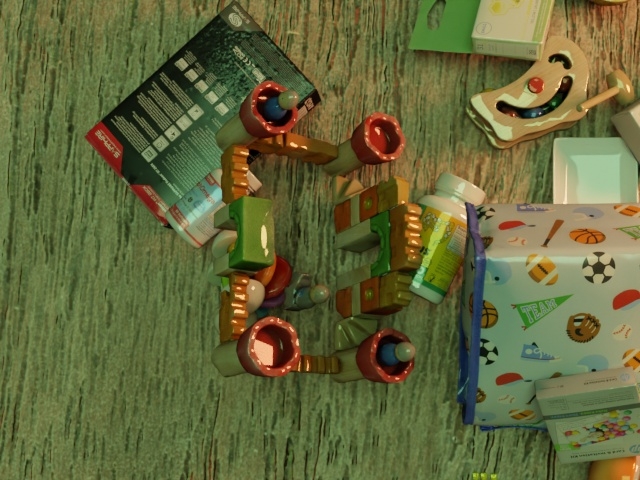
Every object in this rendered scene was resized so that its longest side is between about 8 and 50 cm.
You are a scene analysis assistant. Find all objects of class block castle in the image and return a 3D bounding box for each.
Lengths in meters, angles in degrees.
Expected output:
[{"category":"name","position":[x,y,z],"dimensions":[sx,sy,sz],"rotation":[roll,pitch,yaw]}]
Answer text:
[{"category":"block castle","position":[0.000,0.000,1.348],"dimensions":[0.303,0.213,0.453],"rotation":[10,70,-31]}]

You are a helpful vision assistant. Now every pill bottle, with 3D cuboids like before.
[{"category":"pill bottle","position":[-0.181,-0.067,1.469],"dimensions":[0.160,0.087,0.087],"rotation":[-42,81,0]},{"category":"pill bottle","position":[0.199,-0.005,1.473],"dimensions":[0.118,0.117,0.208],"rotation":[27,88,9]}]

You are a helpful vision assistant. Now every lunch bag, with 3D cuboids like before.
[{"category":"lunch bag","position":[0.385,0.139,1.369],"dimensions":[0.328,0.239,0.385],"rotation":[-1,117,7]}]

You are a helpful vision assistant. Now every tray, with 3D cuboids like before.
[{"category":"tray","position":[0.477,-0.045,1.489],"dimensions":[0.145,0.030,0.270],"rotation":[0,84,7]}]

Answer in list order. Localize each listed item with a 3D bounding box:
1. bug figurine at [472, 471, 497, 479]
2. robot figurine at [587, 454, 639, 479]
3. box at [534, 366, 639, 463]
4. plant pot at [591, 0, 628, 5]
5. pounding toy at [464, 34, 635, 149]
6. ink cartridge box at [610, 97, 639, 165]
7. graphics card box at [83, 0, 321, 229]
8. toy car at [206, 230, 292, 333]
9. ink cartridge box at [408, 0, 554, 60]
[{"category":"bug figurine","position":[0.319,0.532,1.425],"dimensions":[0.216,0.072,0.278],"rotation":[-2,83,6]},{"category":"robot figurine","position":[0.533,0.401,1.388],"dimensions":[0.220,0.128,0.158],"rotation":[18,100,7]},{"category":"box","position":[0.421,0.272,1.315],"dimensions":[0.145,0.186,0.038],"rotation":[-12,42,19]},{"category":"plant pot","position":[0.506,-0.464,1.497],"dimensions":[0.134,0.095,0.134],"rotation":[-1,83,6]},{"category":"pounding toy","position":[0.387,-0.268,1.460],"dimensions":[0.270,0.155,0.154],"rotation":[-18,84,1]},{"category":"ink cartridge box","position":[0.615,-0.206,1.442],"dimensions":[0.191,0.082,0.139],"rotation":[-34,94,-6]},{"category":"graphics card box","position":[-0.211,-0.225,1.556],"dimensions":[0.371,0.094,0.233],"rotation":[-43,82,2]},{"category":"toy car","position":[-0.119,0.074,1.483],"dimensions":[0.136,0.182,0.159],"rotation":[-2,52,-18]},{"category":"ink cartridge box","position":[0.283,-0.404,1.493],"dimensions":[0.235,0.056,0.171],"rotation":[11,66,17]}]
